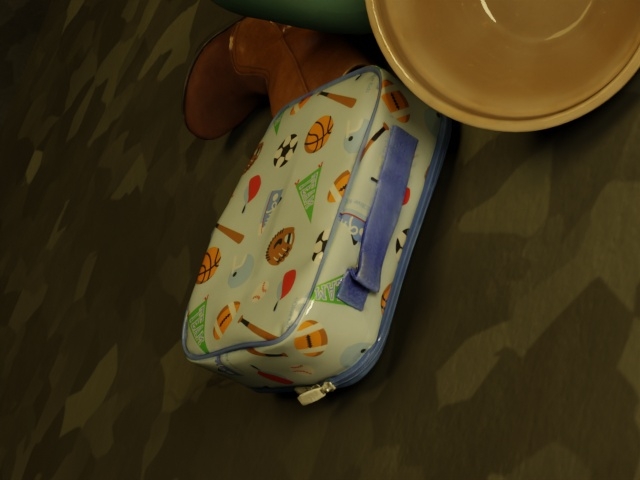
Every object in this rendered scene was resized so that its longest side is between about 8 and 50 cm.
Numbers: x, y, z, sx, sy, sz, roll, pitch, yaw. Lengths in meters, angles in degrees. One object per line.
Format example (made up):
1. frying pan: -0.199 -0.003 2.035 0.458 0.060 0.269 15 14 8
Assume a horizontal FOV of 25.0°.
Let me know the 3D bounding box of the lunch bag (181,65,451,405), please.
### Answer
1. lunch bag: 0.000 0.000 1.308 0.243 0.115 0.303 -16 51 54

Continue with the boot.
1. boot: -0.047 -0.155 1.612 0.264 0.096 0.280 -44 37 18

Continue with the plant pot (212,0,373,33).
1. plant pot: 0.031 -0.331 1.392 0.235 0.293 0.293 29 92 46

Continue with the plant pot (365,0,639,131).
1. plant pot: 0.162 -0.209 1.144 0.237 0.237 0.110 -52 -9 21
